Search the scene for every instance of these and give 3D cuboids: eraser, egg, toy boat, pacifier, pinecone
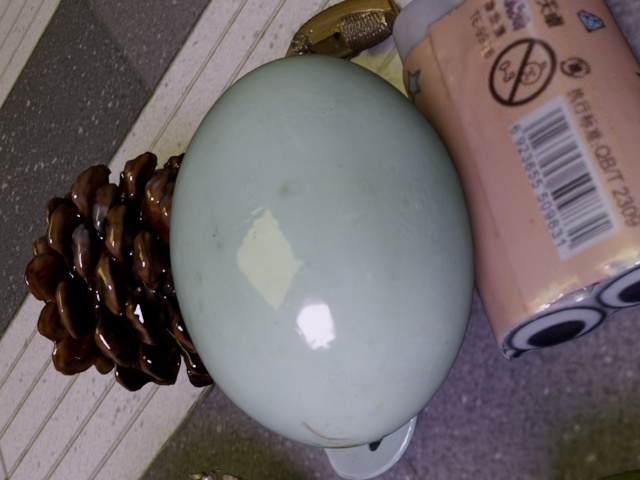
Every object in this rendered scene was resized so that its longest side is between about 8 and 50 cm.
[{"bbox_3d":[0.153,-0.080,0.596,0.171,0.087,0.291,-33,56,30],"label":"eraser"},{"bbox_3d":[0.000,0.000,0.553,0.203,0.203,0.283,-29,55,34],"label":"egg"},{"bbox_3d":[0.014,-0.197,0.799,0.149,0.047,0.049,-19,63,38],"label":"toy boat"},{"bbox_3d":[0.009,0.112,0.644,0.127,0.116,0.150,-56,43,7],"label":"pacifier"},{"bbox_3d":[-0.133,0.024,0.751,0.272,0.224,0.224,-7,69,19],"label":"pinecone"}]

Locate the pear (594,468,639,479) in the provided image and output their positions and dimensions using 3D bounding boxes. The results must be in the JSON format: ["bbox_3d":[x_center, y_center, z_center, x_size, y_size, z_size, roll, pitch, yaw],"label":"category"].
[{"bbox_3d":[0.199,0.183,0.341,0.239,0.139,0.288,-20,20,18],"label":"pear"}]

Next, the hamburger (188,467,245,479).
[{"bbox_3d":[-0.087,0.303,0.602,0.245,0.211,0.261,-23,66,29],"label":"hamburger"}]
